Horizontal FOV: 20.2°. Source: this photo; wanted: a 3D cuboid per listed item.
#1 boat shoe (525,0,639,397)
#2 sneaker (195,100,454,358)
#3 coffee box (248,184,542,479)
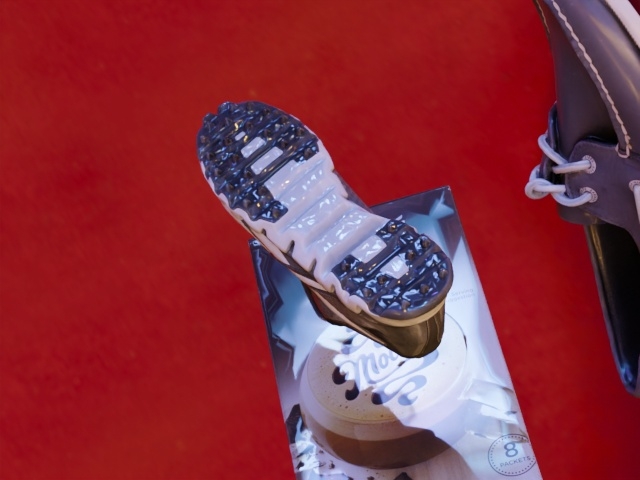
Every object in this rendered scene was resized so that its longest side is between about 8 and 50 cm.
[{"bbox_3d":[0.116,-0.020,0.699,0.065,0.075,0.206,-27,120,2],"label":"boat shoe"},{"bbox_3d":[0.000,0.000,1.171,0.078,0.234,0.106,-38,146,-16],"label":"sneaker"},{"bbox_3d":[0.058,0.120,1.326,0.168,0.297,0.119,-16,139,2],"label":"coffee box"}]
